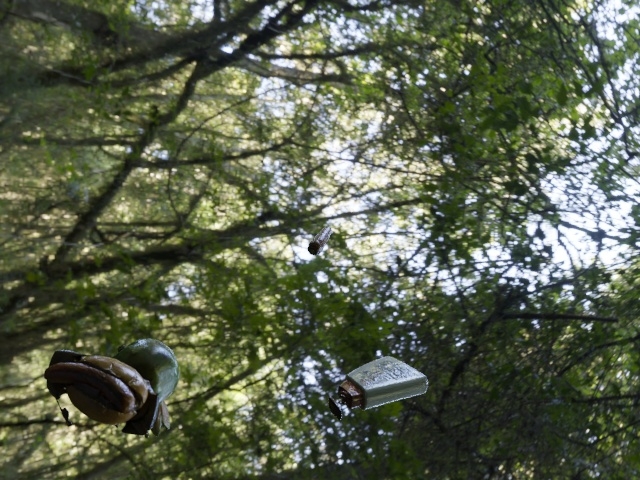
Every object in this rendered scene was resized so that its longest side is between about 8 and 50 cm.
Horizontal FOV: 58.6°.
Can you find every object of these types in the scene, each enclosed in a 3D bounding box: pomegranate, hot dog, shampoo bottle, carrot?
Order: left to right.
[{"bbox_3d":[-0.590,0.393,1.499,0.326,0.107,0.194,12,-118,0],"label":"hot dog"},{"bbox_3d":[-0.533,0.453,1.757,0.236,0.236,0.301,-17,-84,34],"label":"pomegranate"},{"bbox_3d":[0.000,0.000,1.187,0.032,0.093,0.032,11,-57,18],"label":"carrot"},{"bbox_3d":[0.125,0.381,1.453,0.153,0.284,0.071,24,-62,45],"label":"shampoo bottle"}]
